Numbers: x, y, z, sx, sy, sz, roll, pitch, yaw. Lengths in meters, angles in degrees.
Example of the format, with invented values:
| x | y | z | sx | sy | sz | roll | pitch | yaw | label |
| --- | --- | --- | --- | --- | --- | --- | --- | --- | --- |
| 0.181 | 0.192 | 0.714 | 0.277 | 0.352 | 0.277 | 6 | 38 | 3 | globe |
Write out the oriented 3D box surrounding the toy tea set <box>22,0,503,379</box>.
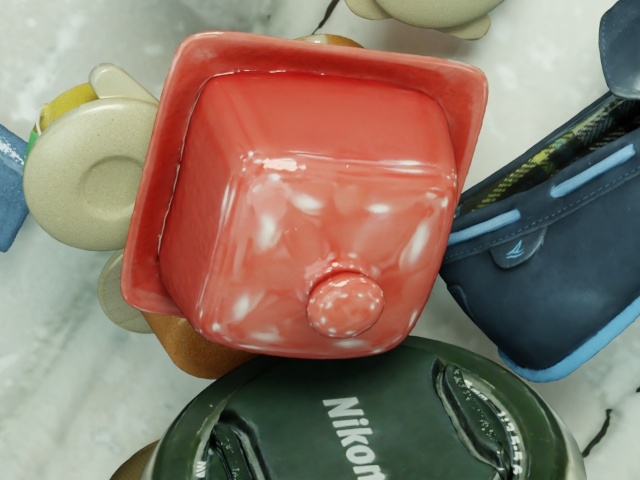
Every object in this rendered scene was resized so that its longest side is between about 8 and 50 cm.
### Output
| x | y | z | sx | sy | sz | roll | pitch | yaw | label |
| --- | --- | --- | --- | --- | --- | --- | --- | --- | --- |
| -0.050 | -0.091 | 0.997 | 0.200 | 0.124 | 0.336 | 16 | 118 | -29 | toy tea set |

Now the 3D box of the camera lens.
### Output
| x | y | z | sx | sy | sz | roll | pitch | yaw | label |
| --- | --- | --- | --- | --- | --- | --- | --- | --- | --- |
| 0.028 | 0.202 | 1.019 | 0.219 | 0.219 | 0.274 | 2 | 127 | 11 | camera lens |

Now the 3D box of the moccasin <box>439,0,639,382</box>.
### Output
| x | y | z | sx | sy | sz | roll | pitch | yaw | label |
| --- | --- | --- | --- | --- | --- | --- | --- | --- | --- |
| 0.170 | -0.066 | 0.926 | 0.117 | 0.138 | 0.342 | 43 | 116 | -1 | moccasin |

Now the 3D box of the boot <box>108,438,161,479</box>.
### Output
| x | y | z | sx | sy | sz | roll | pitch | yaw | label |
| --- | --- | --- | --- | --- | --- | --- | --- | --- | --- |
| -0.081 | 0.204 | 1.146 | 0.152 | 0.073 | 0.197 | 44 | 128 | -8 | boot |

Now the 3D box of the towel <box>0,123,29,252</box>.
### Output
| x | y | z | sx | sy | sz | roll | pitch | yaw | label |
| --- | --- | --- | --- | --- | --- | --- | --- | --- | --- |
| -0.205 | -0.049 | 1.076 | 0.119 | 0.029 | 0.067 | 32 | 118 | -3 | towel |

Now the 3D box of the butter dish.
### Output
| x | y | z | sx | sy | sz | roll | pitch | yaw | label |
| --- | --- | --- | --- | --- | --- | --- | --- | --- | --- |
| 0.000 | 0.000 | 0.920 | 0.160 | 0.118 | 0.160 | 6 | 123 | -18 | butter dish |
